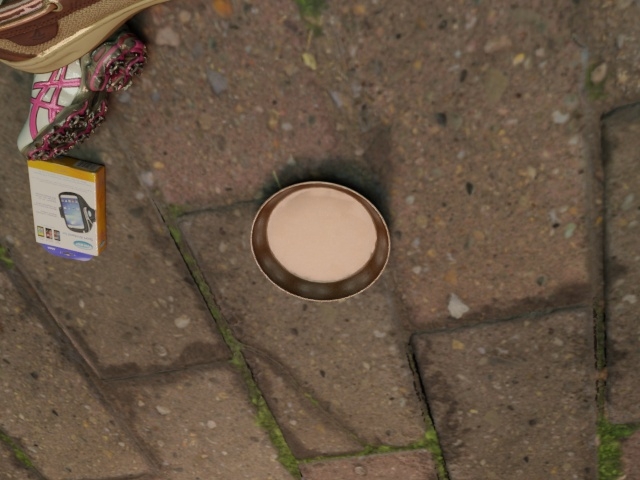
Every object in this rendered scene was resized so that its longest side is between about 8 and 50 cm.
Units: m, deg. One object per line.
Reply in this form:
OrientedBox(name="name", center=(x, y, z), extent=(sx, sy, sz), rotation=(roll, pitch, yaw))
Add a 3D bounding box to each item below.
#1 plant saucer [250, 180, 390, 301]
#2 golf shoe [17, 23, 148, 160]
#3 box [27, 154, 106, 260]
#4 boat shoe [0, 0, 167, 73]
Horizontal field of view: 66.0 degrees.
OrientedBox(name="plant saucer", center=(0.000, 0.000, 0.599), extent=(0.168, 0.029, 0.168), rotation=(3, 122, 5))
OrientedBox(name="golf shoe", center=(-0.262, -0.162, 0.513), extent=(0.186, 0.067, 0.086), rotation=(-42, 90, 18))
OrientedBox(name="box", center=(-0.311, -0.038, 0.611), extent=(0.081, 0.028, 0.136), rotation=(14, 124, -2))
OrientedBox(name="boat shoe", center=(-0.167, -0.254, 0.379), extent=(0.342, 0.123, 0.123), rotation=(-27, 91, 13))
